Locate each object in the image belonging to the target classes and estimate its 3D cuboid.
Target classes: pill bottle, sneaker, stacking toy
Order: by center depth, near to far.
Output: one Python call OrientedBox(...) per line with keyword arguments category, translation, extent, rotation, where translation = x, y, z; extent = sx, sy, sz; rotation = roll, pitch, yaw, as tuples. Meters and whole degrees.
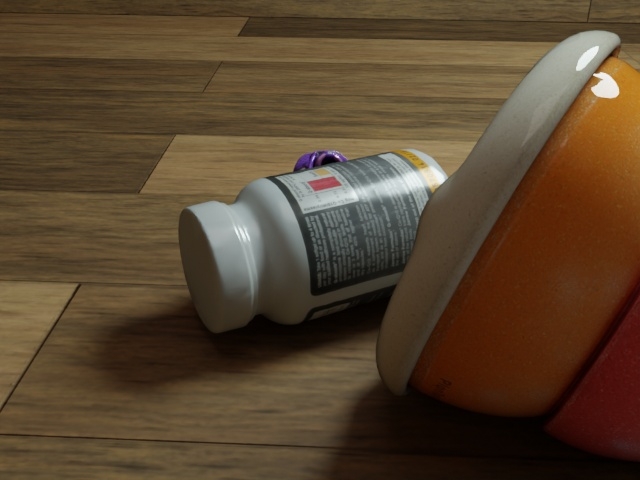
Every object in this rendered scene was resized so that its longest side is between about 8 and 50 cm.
OrientedBox(category="stacking toy", translation=(0.316, 0.086, 0.577), extent=(0.480, 0.351, 0.350), rotation=(33, 38, 15))
OrientedBox(category="pill bottle", translation=(0.000, 0.000, 0.781), extent=(0.278, 0.162, 0.162), rotation=(-13, 32, -24))
OrientedBox(category="sneaker", translation=(0.009, -0.082, 0.990), extent=(0.095, 0.105, 0.236), rotation=(-4, 28, -6))
